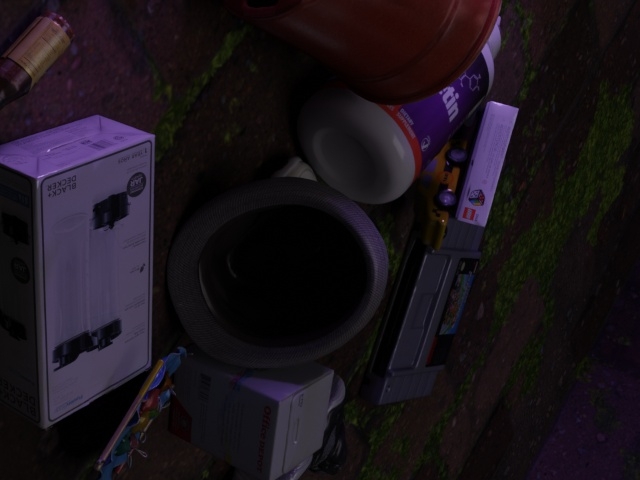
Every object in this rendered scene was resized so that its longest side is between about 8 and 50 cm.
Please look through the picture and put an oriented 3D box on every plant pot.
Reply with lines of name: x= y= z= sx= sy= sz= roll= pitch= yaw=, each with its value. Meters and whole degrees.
plant pot: x=0.028 y=-0.316 z=1.247 sx=0.265 sy=0.272 sz=0.272 roll=10 pitch=100 yaw=-52

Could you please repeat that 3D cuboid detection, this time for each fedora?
fedora: x=-0.047 y=0.029 z=1.387 sx=0.244 sy=0.275 sz=0.124 roll=64 pitch=14 yaw=-12

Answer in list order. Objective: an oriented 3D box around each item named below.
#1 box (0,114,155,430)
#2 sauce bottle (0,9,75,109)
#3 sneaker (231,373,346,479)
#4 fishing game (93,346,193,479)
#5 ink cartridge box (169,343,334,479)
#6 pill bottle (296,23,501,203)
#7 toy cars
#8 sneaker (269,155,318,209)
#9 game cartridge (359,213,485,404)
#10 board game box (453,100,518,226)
box: x=-0.262 y=0.032 z=1.139 sx=0.169 sy=0.087 sz=0.290 roll=-31 pitch=133 yaw=-48
sauce bottle: x=-0.286 y=-0.161 z=1.025 sx=0.128 sy=0.042 sz=0.042 roll=-53 pitch=147 yaw=-21
sneaker: x=-0.034 y=0.344 z=1.697 sx=0.268 sy=0.101 sz=0.153 roll=-53 pitch=144 yaw=-31
fishing game: x=-0.204 y=0.211 z=1.291 sx=0.189 sy=0.041 sz=0.264 roll=-59 pitch=177 yaw=-18
ink cartridge box: x=-0.092 y=0.215 z=1.446 sx=0.127 sy=0.176 sz=0.128 roll=-22 pitch=127 yaw=-52
pill bottle: x=0.122 y=-0.210 z=1.521 sx=0.323 sy=0.181 sz=0.181 roll=-49 pitch=145 yaw=-31
toy cars: x=0.209 y=-0.184 z=1.775 sx=0.176 sy=0.087 sz=0.394 roll=-42 pitch=146 yaw=-82
sneaker: x=0.000 y=0.000 z=1.523 sx=0.110 sy=0.118 sz=0.292 roll=-50 pitch=144 yaw=-26
game cartridge: x=0.196 y=0.123 z=1.984 sx=0.230 sy=0.068 sz=0.355 roll=6 pitch=103 yaw=-55
board game box: x=0.272 y=-0.128 z=1.823 sx=0.305 sy=0.053 sz=0.193 roll=-35 pitch=141 yaw=-82
